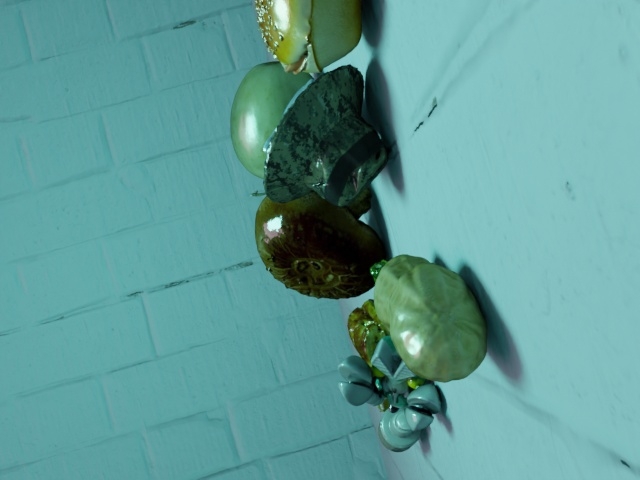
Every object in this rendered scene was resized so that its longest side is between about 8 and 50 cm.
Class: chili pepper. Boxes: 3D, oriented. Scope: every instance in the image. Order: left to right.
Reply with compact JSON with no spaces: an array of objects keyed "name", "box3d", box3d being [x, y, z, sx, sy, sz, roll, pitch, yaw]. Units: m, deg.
[{"name":"chili pepper","box3d":[0.137,0.110,1.219,0.182,0.050,0.073,75,170,-55]}]

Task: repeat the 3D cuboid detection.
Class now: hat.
[{"name":"hat","box3d":[0.033,-0.130,0.954,0.128,0.265,0.265,40,166,15]}]

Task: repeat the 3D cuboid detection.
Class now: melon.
[{"name":"melon","box3d":[-0.096,-0.280,1.490,0.308,0.271,0.272,70,-179,-50]}]

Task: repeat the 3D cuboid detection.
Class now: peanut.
[{"name":"peanut","box3d":[0.126,0.082,0.764,0.274,0.111,0.125,-124,23,-77]}]

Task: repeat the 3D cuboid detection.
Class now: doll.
[{"name":"doll","box3d":[0.157,0.289,1.163,0.258,0.194,0.153,46,-130,-34]}]

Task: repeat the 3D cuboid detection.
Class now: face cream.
[{"name":"face cream","box3d":[0.189,0.439,1.435,0.252,0.101,0.101,83,170,-66]}]

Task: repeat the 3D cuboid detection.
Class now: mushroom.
[{"name":"mushroom","box3d":[0.002,0.006,1.248,0.297,0.278,0.163,34,-146,-20]}]

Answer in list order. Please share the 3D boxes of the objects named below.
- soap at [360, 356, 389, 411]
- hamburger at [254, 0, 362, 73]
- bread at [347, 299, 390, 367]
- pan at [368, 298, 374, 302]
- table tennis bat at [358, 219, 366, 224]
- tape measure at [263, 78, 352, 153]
[{"name":"soap","box3d":[0.165,0.367,1.700,0.140,0.073,0.232,76,176,-48]},{"name":"hamburger","box3d":[-0.019,-0.341,0.820,0.237,0.147,0.237,171,90,-89]},{"name":"bread","box3d":[0.127,0.229,1.444,0.172,0.103,0.132,-133,20,-74]},{"name":"pan","box3d":[0.149,0.205,1.618,0.068,0.023,0.115,-113,11,-58]},{"name":"table tennis bat","box3d":[0.106,-0.035,1.387,0.170,0.119,0.108,44,141,24]},{"name":"tape measure","box3d":[-0.013,-0.196,1.106,0.182,0.107,0.181,-62,-14,-9]}]
